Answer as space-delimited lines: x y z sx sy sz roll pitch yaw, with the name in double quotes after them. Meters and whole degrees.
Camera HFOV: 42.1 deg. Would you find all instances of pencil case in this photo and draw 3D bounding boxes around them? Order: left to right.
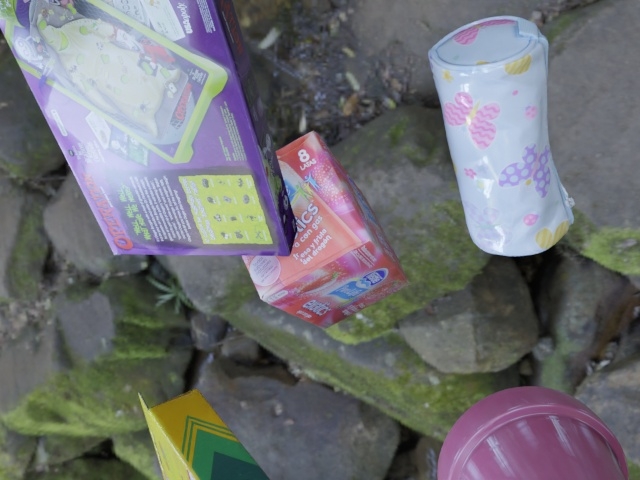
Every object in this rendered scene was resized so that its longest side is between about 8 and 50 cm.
0.206 -0.109 0.931 0.124 0.113 0.273 2 131 30 "pencil case"

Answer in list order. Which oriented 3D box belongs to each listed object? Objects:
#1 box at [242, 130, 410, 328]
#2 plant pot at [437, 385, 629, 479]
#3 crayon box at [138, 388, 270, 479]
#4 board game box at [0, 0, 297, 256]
0.000 0.000 1.051 0.142 0.300 0.154 -29 72 7 "box"
0.235 0.273 0.847 0.180 0.201 0.201 -107 19 -77 "plant pot"
-0.146 0.344 1.140 0.318 0.081 0.202 34 138 53 "crayon box"
-0.157 -0.121 0.773 0.208 0.056 0.347 -2 134 13 "board game box"
